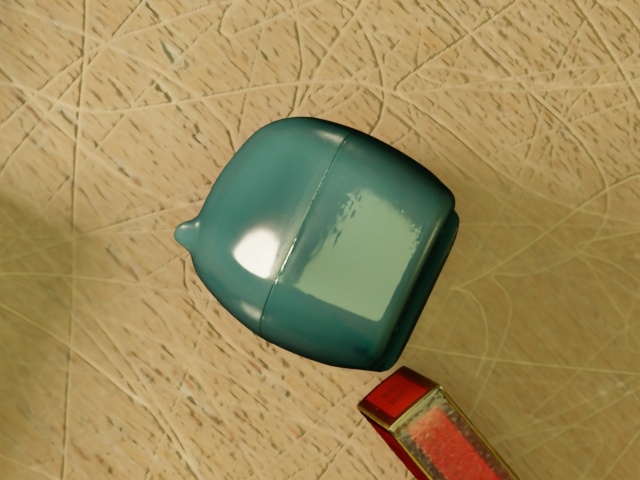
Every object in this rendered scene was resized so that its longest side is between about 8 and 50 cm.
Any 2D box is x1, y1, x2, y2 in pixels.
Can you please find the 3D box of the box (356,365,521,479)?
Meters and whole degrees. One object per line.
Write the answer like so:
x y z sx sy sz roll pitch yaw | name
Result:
0.143 0.231 1.750 0.074 0.153 0.240 -42 99 -10 | box

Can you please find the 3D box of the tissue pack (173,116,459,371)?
0.000 0.000 1.644 0.206 0.287 0.198 26 89 6 | tissue pack
